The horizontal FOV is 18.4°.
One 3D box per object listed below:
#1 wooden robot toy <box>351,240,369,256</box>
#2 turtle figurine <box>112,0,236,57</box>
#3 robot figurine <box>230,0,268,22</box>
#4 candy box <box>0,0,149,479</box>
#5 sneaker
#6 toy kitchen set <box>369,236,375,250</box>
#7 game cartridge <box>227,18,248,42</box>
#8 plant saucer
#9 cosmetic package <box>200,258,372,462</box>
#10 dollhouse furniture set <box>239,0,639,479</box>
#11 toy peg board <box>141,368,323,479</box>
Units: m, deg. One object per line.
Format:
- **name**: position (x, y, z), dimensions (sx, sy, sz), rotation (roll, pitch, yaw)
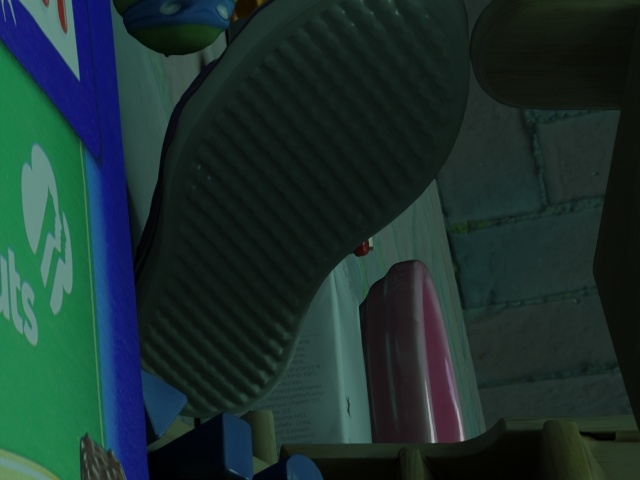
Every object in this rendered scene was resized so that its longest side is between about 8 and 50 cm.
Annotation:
- **wooden robot toy**: position (-0.014, -0.025, 1.346), dimensions (0.079, 0.076, 0.173), rotation (56, 23, -47)
- **turtle figurine**: position (-0.053, -0.230, 0.808), dimensions (0.275, 0.198, 0.266), rotation (69, 10, -73)
- **robot figurine**: position (-0.063, -0.270, 1.197), dimensions (0.291, 0.085, 0.211), rotation (-89, 168, -51)
- **candy box**: position (-0.114, 0.005, 0.327), dimensions (0.268, 0.122, 0.317), rotation (61, 20, -68)
- **sneaker**: position (-0.021, -0.061, 0.873), dimensions (0.282, 0.102, 0.161), rotation (126, -23, -46)
- **toy kitchen set**: position (0.000, 0.000, 1.404), dimensions (0.075, 0.068, 0.083), rotation (26, 55, -81)
- **game cartridge**: position (-0.038, -0.271, 1.502), dimensions (0.230, 0.068, 0.355), rotation (46, 35, -70)
- **plant saucer**: position (0.076, 0.185, 1.702), dimensions (0.332, 0.084, 0.332), rotation (-8, 90, -82)
- **cosmetic package**: position (-0.016, 0.106, 1.094), dimensions (0.117, 0.085, 0.231), rotation (71, 13, -57)
- **dollhouse furniture set**: position (0.101, 0.031, 0.823), dimensions (0.362, 0.256, 0.394), rotation (-98, -171, -51)
- **toy peg board**: position (-0.045, 0.106, 0.613), dimensions (0.161, 0.079, 0.160), rotation (31, 41, -37)
